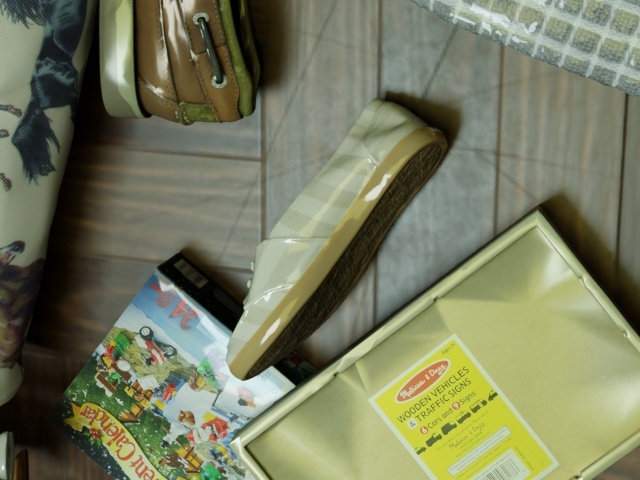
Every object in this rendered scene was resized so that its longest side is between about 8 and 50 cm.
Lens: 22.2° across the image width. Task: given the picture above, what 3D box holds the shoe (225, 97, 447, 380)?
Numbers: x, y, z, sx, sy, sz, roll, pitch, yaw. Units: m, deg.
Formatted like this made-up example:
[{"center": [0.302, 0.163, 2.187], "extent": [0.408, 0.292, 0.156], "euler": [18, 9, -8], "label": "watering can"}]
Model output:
[{"center": [0.000, 0.000, 1.104], "extent": [0.058, 0.076, 0.219], "euler": [41, 100, 19], "label": "shoe"}]

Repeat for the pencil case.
[{"center": [-0.256, -0.094, 1.117], "extent": [0.183, 0.160, 0.410], "euler": [27, 113, 32], "label": "pencil case"}]

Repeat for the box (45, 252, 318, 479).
[{"center": [-0.066, 0.144, 1.186], "extent": [0.233, 0.044, 0.159], "euler": [40, 113, 4], "label": "box"}]

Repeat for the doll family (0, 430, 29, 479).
[{"center": [-0.300, 0.171, 1.179], "extent": [0.163, 0.263, 0.118], "euler": [-2, 79, -3], "label": "doll family"}]

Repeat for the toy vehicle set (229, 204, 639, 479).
[{"center": [0.093, 0.121, 1.099], "extent": [0.267, 0.035, 0.166], "euler": [-37, 91, 10], "label": "toy vehicle set"}]

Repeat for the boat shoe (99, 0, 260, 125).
[{"center": [-0.083, -0.226, 1.060], "extent": [0.104, 0.110, 0.307], "euler": [5, 116, 9], "label": "boat shoe"}]

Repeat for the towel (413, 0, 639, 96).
[{"center": [0.202, -0.204, 0.955], "extent": [0.284, 0.121, 0.235], "euler": [24, 112, 10], "label": "towel"}]
